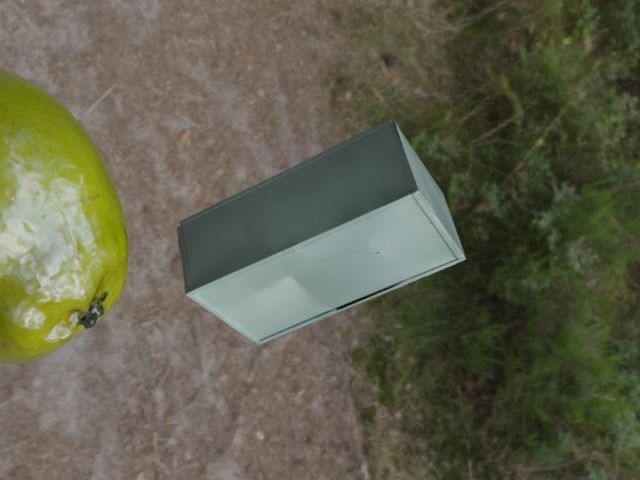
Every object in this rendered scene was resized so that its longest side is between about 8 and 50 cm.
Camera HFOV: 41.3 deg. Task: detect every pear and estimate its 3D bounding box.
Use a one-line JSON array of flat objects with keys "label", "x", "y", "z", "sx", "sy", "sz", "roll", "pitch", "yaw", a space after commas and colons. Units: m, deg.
[{"label": "pear", "x": -0.258, "y": -0.023, "z": 0.606, "sx": 0.269, "sy": 0.212, "sz": 0.212, "roll": 36, "pitch": 33, "yaw": 15}]

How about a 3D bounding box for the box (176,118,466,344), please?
[{"label": "box", "x": 0.000, "y": 0.000, "z": 0.782, "sx": 0.129, "sy": 0.225, "sz": 0.086, "roll": 46, "pitch": 24, "yaw": -51}]
